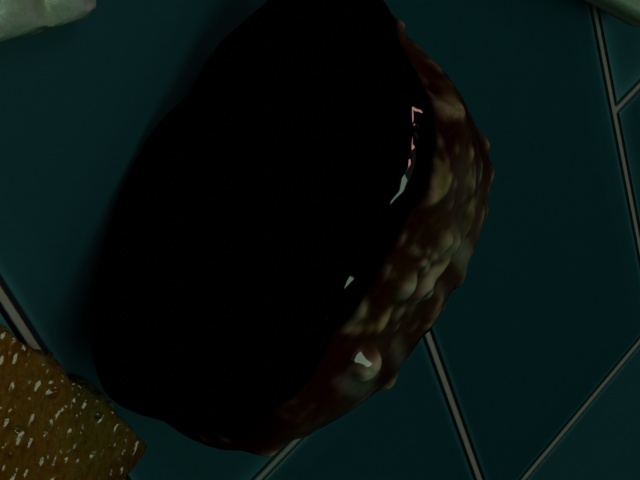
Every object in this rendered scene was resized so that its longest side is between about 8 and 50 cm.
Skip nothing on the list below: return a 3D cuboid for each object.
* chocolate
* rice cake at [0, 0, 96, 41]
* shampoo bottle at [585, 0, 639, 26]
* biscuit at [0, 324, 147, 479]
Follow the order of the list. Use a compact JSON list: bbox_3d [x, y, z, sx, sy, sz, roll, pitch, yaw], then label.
[{"bbox_3d":[0.000,0.000,0.929,0.340,0.225,0.210,-61,146,-2],"label":"chocolate"},{"bbox_3d":[-0.190,-0.231,0.757,0.085,0.040,0.226,-27,125,-36],"label":"rice cake"},{"bbox_3d":[0.221,-0.300,1.129,0.359,0.078,0.134,12,89,-48],"label":"shampoo bottle"},{"bbox_3d":[-0.216,0.143,0.903,0.126,0.025,0.206,-54,136,-15],"label":"biscuit"}]
